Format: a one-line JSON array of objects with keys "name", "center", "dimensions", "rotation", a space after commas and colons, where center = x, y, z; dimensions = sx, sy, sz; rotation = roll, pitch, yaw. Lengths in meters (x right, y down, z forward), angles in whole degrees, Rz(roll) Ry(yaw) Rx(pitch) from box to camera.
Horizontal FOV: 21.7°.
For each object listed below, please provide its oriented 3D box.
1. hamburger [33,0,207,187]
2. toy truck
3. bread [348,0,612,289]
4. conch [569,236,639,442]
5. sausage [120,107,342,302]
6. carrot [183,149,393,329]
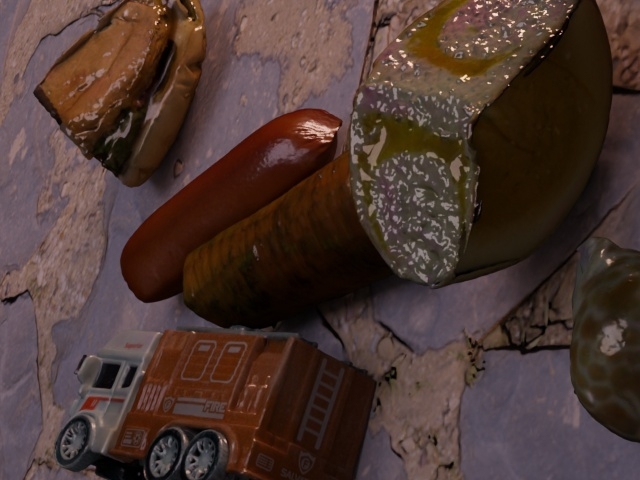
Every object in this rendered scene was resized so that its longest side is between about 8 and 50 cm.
[{"name": "hamburger", "center": [-0.180, -0.170, 1.780], "dimensions": [0.208, 0.135, 0.155], "rotation": [-49, 54, 3]}, {"name": "toy truck", "center": [-0.098, 0.155, 1.474], "dimensions": [0.305, 0.136, 0.162], "rotation": [-1, 65, 50]}, {"name": "bread", "center": [0.124, -0.076, 1.272], "dimensions": [0.158, 0.156, 0.261], "rotation": [19, 61, 48]}, {"name": "conch", "center": [0.217, 0.069, 1.135], "dimensions": [0.173, 0.106, 0.116], "rotation": [-102, 24, -62]}, {"name": "sausage", "center": [-0.091, -0.032, 1.593], "dimensions": [0.300, 0.083, 0.089], "rotation": [-39, 5, 35]}, {"name": "carrot", "center": [0.000, 0.000, 1.443], "dimensions": [0.302, 0.114, 0.114], "rotation": [-30, 50, 44]}]
